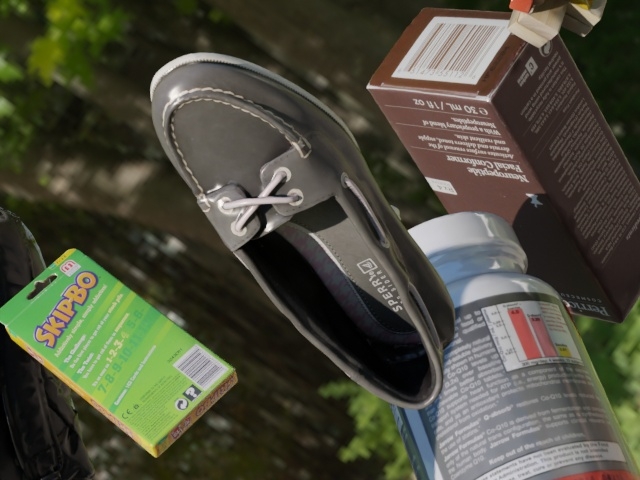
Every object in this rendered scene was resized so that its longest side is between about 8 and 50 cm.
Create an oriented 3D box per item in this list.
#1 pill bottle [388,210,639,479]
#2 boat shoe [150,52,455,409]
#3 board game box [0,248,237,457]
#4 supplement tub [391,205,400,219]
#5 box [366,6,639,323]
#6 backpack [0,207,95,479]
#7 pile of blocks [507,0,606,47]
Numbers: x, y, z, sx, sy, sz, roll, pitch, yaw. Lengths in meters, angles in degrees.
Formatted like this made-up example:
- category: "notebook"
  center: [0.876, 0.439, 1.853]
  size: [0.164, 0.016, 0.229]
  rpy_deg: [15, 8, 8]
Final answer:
- category: "pill bottle"
  center: [0.179, 0.163, 1.705]
  size: [0.210, 0.210, 0.363]
  rpy_deg: [-54, 45, 44]
- category: "boat shoe"
  center: [0.000, 0.000, 1.197]
  size: [0.112, 0.335, 0.095]
  rpy_deg: [-27, 40, 20]
- category: "board game box"
  center: [-0.224, 0.115, 1.816]
  size: [0.124, 0.259, 0.039]
  rpy_deg: [-43, -28, -23]
- category: "supplement tub"
  center: [0.069, 0.014, 2.125]
  size: [0.071, 0.071, 0.107]
  rpy_deg: [127, 142, -66]
- category: "box"
  center: [0.233, -0.084, 1.932]
  size: [0.191, 0.381, 0.143]
  rpy_deg: [11, 58, 46]
- category: "backpack"
  center: [-0.443, 0.128, 2.015]
  size: [0.290, 0.356, 0.273]
  rpy_deg: [-10, 11, -37]
- category: "pile of blocks"
  center: [0.206, -0.304, 1.642]
  size: [0.149, 0.362, 0.113]
  rpy_deg: [0, 57, 35]
